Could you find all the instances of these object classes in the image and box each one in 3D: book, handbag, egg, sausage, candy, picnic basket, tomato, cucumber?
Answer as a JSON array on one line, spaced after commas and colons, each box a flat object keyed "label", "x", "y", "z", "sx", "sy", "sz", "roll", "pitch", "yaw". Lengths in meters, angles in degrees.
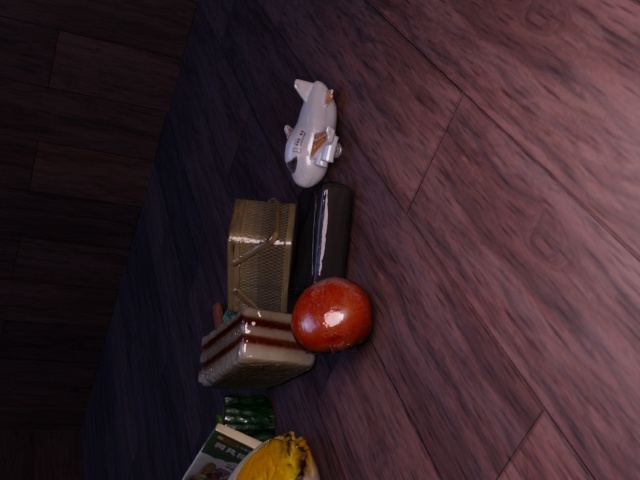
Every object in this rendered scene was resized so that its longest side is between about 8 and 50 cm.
[{"label": "book", "x": -0.193, "y": 0.537, "z": 1.754, "sx": 0.264, "sy": 0.202, "sz": 0.027, "roll": -58, "pitch": 8, "yaw": 41}, {"label": "handbag", "x": 0.000, "y": 0.000, "z": 1.650, "sx": 0.223, "sy": 0.080, "sz": 0.246, "roll": 174, "pitch": 101, "yaw": -73}, {"label": "egg", "x": -0.086, "y": 0.554, "z": 1.554, "sx": 0.264, "sy": 0.174, "sz": 0.286, "roll": -35, "pitch": 28, "yaw": 25}, {"label": "sausage", "x": -0.297, "y": 0.253, "z": 2.235, "sx": 0.042, "sy": 0.036, "sz": 0.158, "roll": 74, "pitch": 180, "yaw": -47}, {"label": "candy", "x": -0.154, "y": 0.263, "z": 1.769, "sx": 0.321, "sy": 0.179, "sz": 0.135, "roll": -35, "pitch": 50, "yaw": 56}, {"label": "picnic basket", "x": -0.135, "y": 0.042, "z": 1.734, "sx": 0.165, "sy": 0.139, "sz": 0.266, "roll": -87, "pitch": 1, "yaw": -50}, {"label": "tomato", "x": 0.023, "y": 0.146, "z": 1.459, "sx": 0.167, "sy": 0.167, "sz": 0.167, "roll": -30, "pitch": 56, "yaw": 59}, {"label": "cucumber", "x": -0.197, "y": 0.485, "z": 1.867, "sx": 0.191, "sy": 0.130, "sz": 0.191, "roll": -170, "pitch": 90, "yaw": -72}]

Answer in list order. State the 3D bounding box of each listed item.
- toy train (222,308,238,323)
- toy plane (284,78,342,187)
[{"label": "toy train", "x": -0.241, "y": 0.250, "z": 2.118, "sx": 0.148, "sy": 0.038, "sz": 0.071, "roll": -112, "pitch": 36, "yaw": -46}, {"label": "toy plane", "x": -0.025, "y": -0.243, "z": 1.722, "sx": 0.245, "sy": 0.117, "sz": 0.244, "roll": -28, "pitch": 58, "yaw": 58}]
